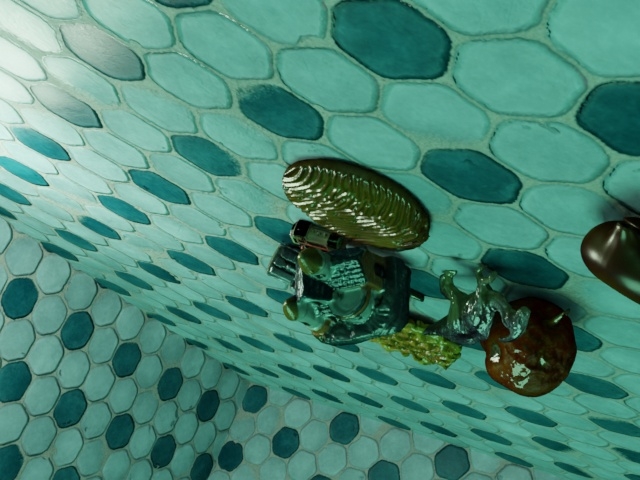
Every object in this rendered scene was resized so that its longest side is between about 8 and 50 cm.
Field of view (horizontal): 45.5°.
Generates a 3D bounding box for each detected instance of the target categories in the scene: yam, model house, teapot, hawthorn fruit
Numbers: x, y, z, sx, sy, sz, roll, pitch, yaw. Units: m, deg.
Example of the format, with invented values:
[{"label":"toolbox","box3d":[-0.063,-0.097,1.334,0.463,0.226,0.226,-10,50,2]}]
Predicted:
[{"label":"yam","box3d":[0.149,0.102,1.883,0.234,0.027,0.029,24,-168,-2]},{"label":"model house","box3d":[0.027,0.105,1.681,0.253,0.185,0.291,-11,153,32]},{"label":"teapot","box3d":[0.509,0.028,1.170,0.252,0.135,0.178,16,-156,-39]},{"label":"hawthorn fruit","box3d":[0.446,0.202,1.589,0.207,0.207,0.243,24,140,0]}]

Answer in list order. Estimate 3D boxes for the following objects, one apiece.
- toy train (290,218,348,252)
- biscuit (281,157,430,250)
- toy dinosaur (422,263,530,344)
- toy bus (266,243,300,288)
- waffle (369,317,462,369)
[{"label":"toy train","box3d":[0.000,0.000,1.757,0.137,0.050,0.087,15,155,22]},{"label":"biscuit","box3d":[0.068,-0.065,1.528,0.317,0.040,0.318,21,159,8]},{"label":"toy dinosaur","box3d":[0.312,0.136,1.585,0.077,0.162,0.294,-3,172,-25]},{"label":"toy bus","box3d":[0.030,0.114,1.931,0.342,0.097,0.138,26,-179,-7]},{"label":"waffle","box3d":[0.251,0.278,2.166,0.302,0.068,0.325,25,162,-4]}]
